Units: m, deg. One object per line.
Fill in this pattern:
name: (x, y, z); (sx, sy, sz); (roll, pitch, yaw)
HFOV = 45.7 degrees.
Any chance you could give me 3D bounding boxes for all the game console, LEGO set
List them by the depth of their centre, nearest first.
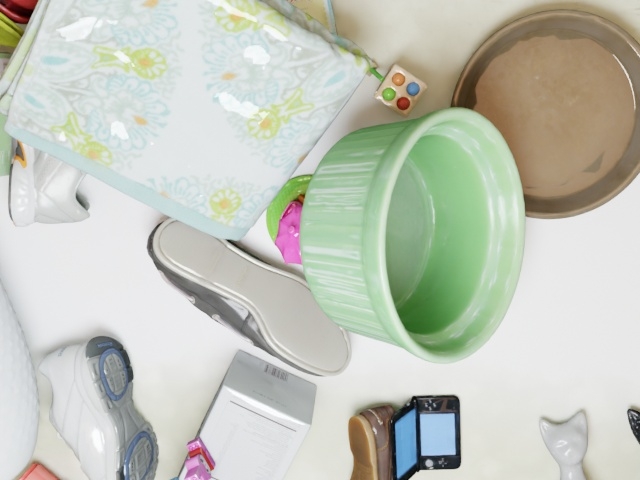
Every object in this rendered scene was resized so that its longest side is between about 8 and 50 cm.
LEGO set: (-0.155, 0.397, 1.022); (0.087, 0.093, 0.227); (-25, 101, 9)
game console: (0.158, 0.301, 1.131); (0.107, 0.071, 0.122); (-2, 104, 4)

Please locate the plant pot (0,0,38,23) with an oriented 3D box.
plant pot: (-0.355, -0.373, 0.942); (0.174, 0.191, 0.191); (-26, 101, 15)

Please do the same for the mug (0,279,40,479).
mug: (-0.537, 0.205, 0.998); (0.276, 0.374, 0.328); (-17, 108, 2)

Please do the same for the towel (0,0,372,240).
towel: (-0.176, -0.187, 0.933); (0.374, 0.090, 0.320); (26, 124, -23)

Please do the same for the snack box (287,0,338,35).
snack box: (-0.136, -0.253, 1.021); (0.322, 0.060, 0.187); (-10, 104, 6)

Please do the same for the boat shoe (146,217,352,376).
boat shoe: (-0.102, 0.082, 1.096); (0.335, 0.095, 0.112); (37, 67, -9)

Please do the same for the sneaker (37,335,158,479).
sneaker: (-0.336, 0.288, 1.156); (0.129, 0.111, 0.297); (-7, 100, 21)

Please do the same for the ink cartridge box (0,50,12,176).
ink cartridge box: (-0.537, -0.189, 1.066); (0.235, 0.056, 0.171); (12, 105, 25)

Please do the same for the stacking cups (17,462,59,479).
stacking cups: (-0.356, 0.479, 1.203); (0.316, 0.096, 0.096); (41, 102, -2)

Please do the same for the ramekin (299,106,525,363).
ramekin: (0.115, -0.009, 0.947); (0.148, 0.303, 0.303); (5, 108, 44)

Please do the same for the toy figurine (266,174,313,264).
toy figurine: (0.000, 0.000, 1.023); (0.173, 0.159, 0.130); (34, 103, -5)

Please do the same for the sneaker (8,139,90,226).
sneaker: (-0.362, -0.147, 1.056); (0.121, 0.099, 0.262); (3, 103, -17)

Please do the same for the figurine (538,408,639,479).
figurine: (0.434, 0.350, 1.127); (0.215, 0.092, 0.209); (-7, 95, 6)

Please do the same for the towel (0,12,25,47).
towel: (-0.487, -0.285, 0.977); (0.237, 0.102, 0.021); (13, 81, 21)

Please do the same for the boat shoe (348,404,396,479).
boat shoe: (0.087, 0.348, 1.148); (0.073, 0.073, 0.207); (-14, 114, -34)

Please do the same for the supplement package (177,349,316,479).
supplement package: (-0.120, 0.313, 1.118); (0.139, 0.134, 0.244); (26, 104, -3)

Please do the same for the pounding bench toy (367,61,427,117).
pounding bench toy: (0.093, -0.209, 1.015); (0.083, 0.065, 0.052); (32, 103, -4)

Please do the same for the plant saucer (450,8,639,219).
plant saucer: (0.313, -0.167, 1.026); (0.278, 0.041, 0.278); (1, 104, 4)
